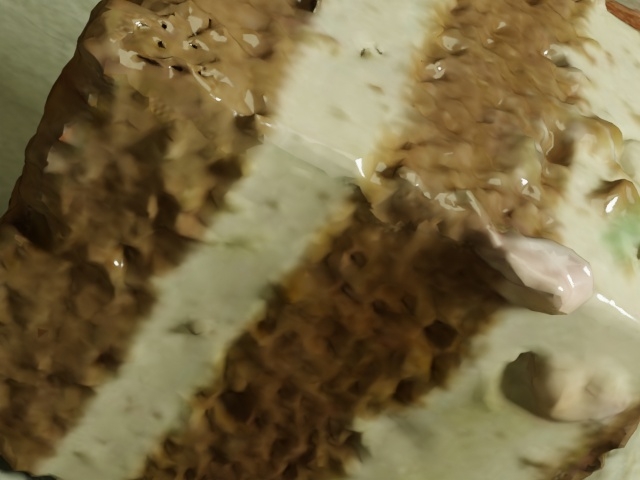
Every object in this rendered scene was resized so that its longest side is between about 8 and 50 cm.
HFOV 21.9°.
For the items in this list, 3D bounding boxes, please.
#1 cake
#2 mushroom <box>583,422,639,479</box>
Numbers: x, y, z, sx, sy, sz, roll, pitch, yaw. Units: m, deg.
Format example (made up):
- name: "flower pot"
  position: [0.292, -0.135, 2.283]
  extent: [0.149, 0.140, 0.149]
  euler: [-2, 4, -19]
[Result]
- name: "cake"
  position: [0.000, 0.000, 0.792]
  extent: [0.290, 0.282, 0.256]
  euler: [32, 38, -8]
- name: "mushroom"
  position: [0.140, 0.161, 0.855]
  extent: [0.122, 0.095, 0.351]
  euler: [16, 28, 8]
